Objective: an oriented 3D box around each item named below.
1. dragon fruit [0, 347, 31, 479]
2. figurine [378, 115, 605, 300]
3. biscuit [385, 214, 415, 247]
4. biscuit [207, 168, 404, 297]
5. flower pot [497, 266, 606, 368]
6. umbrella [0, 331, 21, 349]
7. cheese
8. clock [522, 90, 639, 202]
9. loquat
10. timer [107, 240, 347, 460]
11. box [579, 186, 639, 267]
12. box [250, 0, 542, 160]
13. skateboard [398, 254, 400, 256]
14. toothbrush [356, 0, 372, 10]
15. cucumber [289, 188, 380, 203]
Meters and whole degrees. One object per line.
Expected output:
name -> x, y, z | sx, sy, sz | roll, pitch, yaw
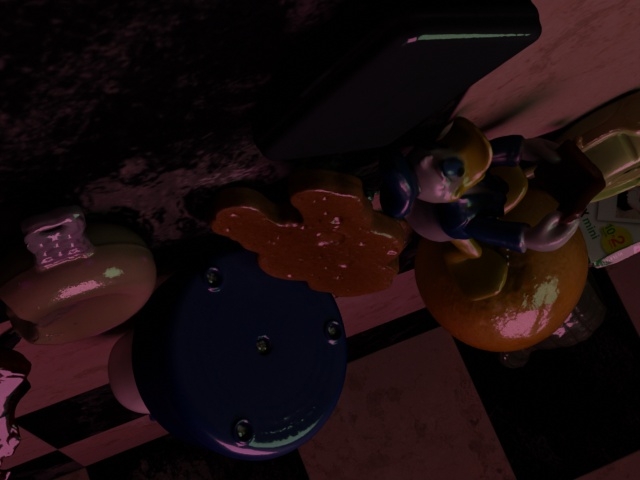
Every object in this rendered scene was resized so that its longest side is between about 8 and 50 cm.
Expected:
dragon fruit -> -0.518, 0.176, 1.005 | 0.329, 0.228, 0.286 | 10, 117, -32
figurine -> 0.191, -0.042, 1.111 | 0.284, 0.204, 0.338 | -1, 171, 41
biscuit -> 0.058, 0.012, 1.401 | 0.188, 0.040, 0.265 | -25, 165, 7
biscuit -> 0.000, -0.003, 1.055 | 0.186, 0.044, 0.295 | -9, 154, 18
flower pot -> 0.391, 0.079, 1.701 | 0.213, 0.301, 0.302 | -28, 166, 17
umbrella -> -0.439, 0.169, 1.195 | 0.269, 0.044, 0.044 | -31, -165, 35
cheese -> -0.245, 0.026, 0.880 | 0.163, 0.082, 0.286 | -21, 164, -12
clock -> 0.440, -0.135, 1.339 | 0.308, 0.096, 0.235 | -15, 165, -25
loquat -> 0.277, 0.038, 1.396 | 0.263, 0.263, 0.263 | -22, 167, -5
timer -> -0.175, 0.162, 1.250 | 0.270, 0.270, 0.384 | -13, 177, -37
box -> 0.531, -0.074, 1.549 | 0.250, 0.180, 0.103 | -28, 170, 14
box -> 0.057, -0.135, 0.758 | 0.160, 0.050, 0.230 | -11, 168, -35
skateboard -> 0.102, 0.047, 1.640 | 0.083, 0.032, 0.064 | -36, 172, 35
toothbrush -> 0.110, -0.195, 0.725 | 0.193, 0.019, 0.013 | -14, 165, -28
cucumber -> 0.002, -0.041, 1.102 | 0.155, 0.037, 0.037 | -18, 166, -12
